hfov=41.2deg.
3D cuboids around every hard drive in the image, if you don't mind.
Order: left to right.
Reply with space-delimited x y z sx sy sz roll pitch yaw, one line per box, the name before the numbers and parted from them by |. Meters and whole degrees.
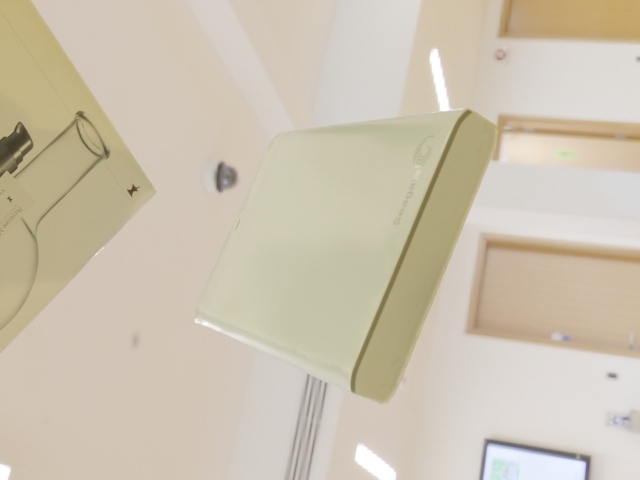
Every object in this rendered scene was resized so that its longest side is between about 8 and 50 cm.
hard drive | 0.000 0.000 0.689 0.040 0.307 0.203 27 -99 -25

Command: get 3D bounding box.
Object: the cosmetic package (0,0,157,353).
cosmetic package | -0.338 -0.092 0.691 0.284 0.097 0.377 -54 -49 -32
